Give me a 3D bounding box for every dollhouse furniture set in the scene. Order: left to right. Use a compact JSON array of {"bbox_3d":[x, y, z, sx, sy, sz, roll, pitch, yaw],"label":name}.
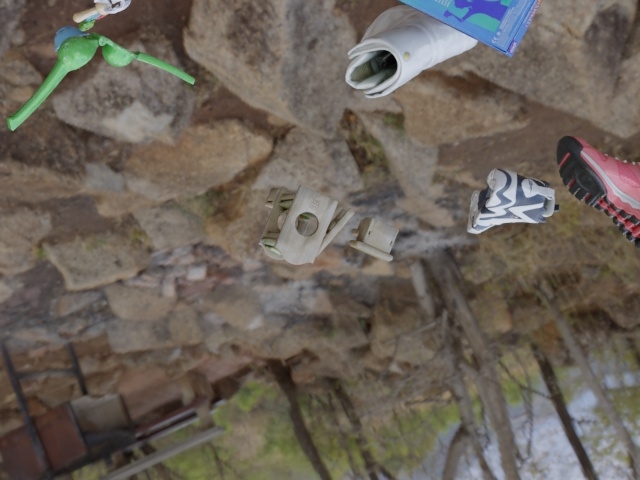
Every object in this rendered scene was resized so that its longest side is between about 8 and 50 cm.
[{"bbox_3d":[0.000,0.000,1.186,0.101,0.161,0.182,-67,-165,-4],"label":"dollhouse furniture set"}]

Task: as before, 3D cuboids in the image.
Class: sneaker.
[{"bbox_3d":[0.091,-0.288,1.259,0.169,0.108,0.292,-29,-166,-19],"label":"sneaker"},{"bbox_3d":[0.384,-0.064,1.618,0.153,0.094,0.235,11,155,-2],"label":"sneaker"},{"bbox_3d":[0.626,-0.117,1.700,0.136,0.314,0.116,-44,174,-17],"label":"sneaker"}]

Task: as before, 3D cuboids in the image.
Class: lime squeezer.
[{"bbox_3d":[-0.318,-0.254,1.215,0.310,0.110,0.059,-24,-161,-37],"label":"lime squeezer"}]

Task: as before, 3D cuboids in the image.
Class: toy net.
[{"bbox_3d":[-0.408,-0.418,1.532,0.232,0.045,0.122,-20,-166,41],"label":"toy net"}]

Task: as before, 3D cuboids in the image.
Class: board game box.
[{"bbox_3d":[0.187,-0.352,1.038,0.160,0.210,0.047,-62,164,15],"label":"board game box"}]
